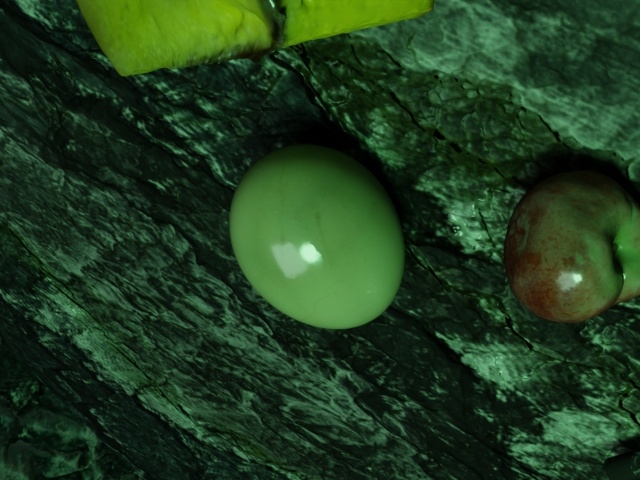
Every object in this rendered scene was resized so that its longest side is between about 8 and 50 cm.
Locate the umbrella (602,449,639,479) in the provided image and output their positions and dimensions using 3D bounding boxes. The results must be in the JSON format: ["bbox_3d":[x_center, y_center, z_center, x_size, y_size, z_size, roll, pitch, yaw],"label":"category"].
[{"bbox_3d":[0.436,0.239,1.177,0.118,0.118,0.340,39,153,-6],"label":"umbrella"}]

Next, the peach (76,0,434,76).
[{"bbox_3d":[-0.051,-0.288,0.792,0.380,0.242,0.306,1,115,61],"label":"peach"}]

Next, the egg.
[{"bbox_3d":[0.000,0.000,1.172,0.186,0.186,0.242,1,136,43],"label":"egg"}]

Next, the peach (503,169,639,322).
[{"bbox_3d":[0.248,0.013,1.011,0.152,0.152,0.152,24,147,17],"label":"peach"}]
